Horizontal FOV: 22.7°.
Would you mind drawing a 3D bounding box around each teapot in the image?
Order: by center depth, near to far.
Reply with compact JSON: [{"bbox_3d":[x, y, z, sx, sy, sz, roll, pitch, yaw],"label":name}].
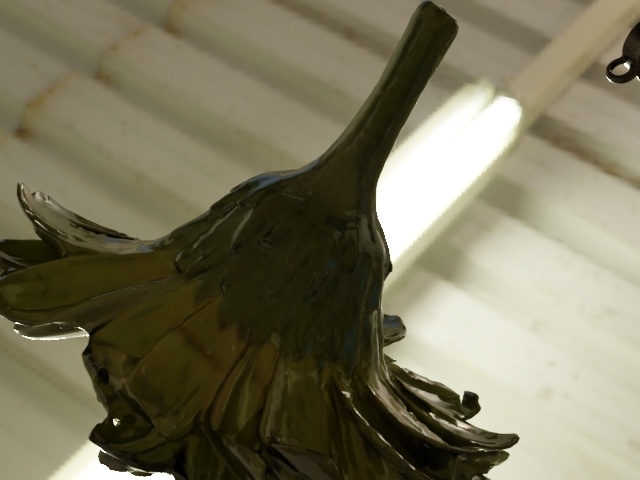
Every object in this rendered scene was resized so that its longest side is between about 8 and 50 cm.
[{"bbox_3d":[0.298,-0.163,1.397,0.100,0.068,0.045,-28,-135,0],"label":"teapot"}]

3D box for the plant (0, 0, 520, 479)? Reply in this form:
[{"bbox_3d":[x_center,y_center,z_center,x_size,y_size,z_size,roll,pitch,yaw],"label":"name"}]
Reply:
[{"bbox_3d":[-0.011,0.043,0.881,0.306,0.297,0.261,27,-140,-28],"label":"plant"}]
